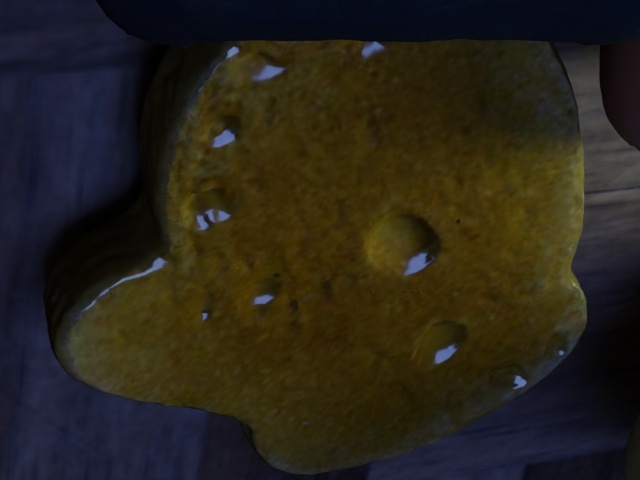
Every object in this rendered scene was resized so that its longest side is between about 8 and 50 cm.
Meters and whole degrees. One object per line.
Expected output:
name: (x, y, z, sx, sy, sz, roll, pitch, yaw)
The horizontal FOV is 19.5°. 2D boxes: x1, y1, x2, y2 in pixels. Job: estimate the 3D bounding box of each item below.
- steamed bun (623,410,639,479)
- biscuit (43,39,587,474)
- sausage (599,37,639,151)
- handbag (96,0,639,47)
steamed bun: (0.324, 0.106, 1.108, 0.289, 0.203, 0.276, -17, 145, 9)
biscuit: (-0.001, -0.001, 0.945, 0.287, 0.057, 0.343, -23, 136, -5)
sausage: (0.193, -0.165, 0.842, 0.121, 0.121, 0.304, -13, 135, -15)
handbag: (0.030, -0.176, 0.695, 0.254, 0.181, 0.181, -1, 147, -1)
